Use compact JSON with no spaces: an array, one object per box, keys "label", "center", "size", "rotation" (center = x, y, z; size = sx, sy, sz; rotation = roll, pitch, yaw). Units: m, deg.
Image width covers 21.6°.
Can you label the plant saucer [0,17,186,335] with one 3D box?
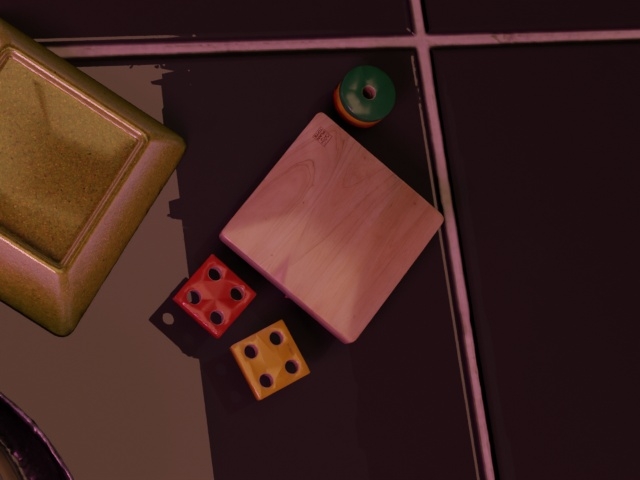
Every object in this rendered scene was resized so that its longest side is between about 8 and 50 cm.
[{"label":"plant saucer","center":[-0.216,-0.056,1.249],"size":[0.188,0.045,0.188],"rotation":[33,69,-9]}]

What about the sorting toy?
[{"label":"sorting toy","center":[0.000,0.000,1.307],"size":[0.132,0.046,0.274],"rotation":[40,68,-6]}]

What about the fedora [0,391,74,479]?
[{"label":"fedora","center":[-0.306,0.227,1.018],"size":[0.334,0.152,0.334],"rotation":[0,86,2]}]
